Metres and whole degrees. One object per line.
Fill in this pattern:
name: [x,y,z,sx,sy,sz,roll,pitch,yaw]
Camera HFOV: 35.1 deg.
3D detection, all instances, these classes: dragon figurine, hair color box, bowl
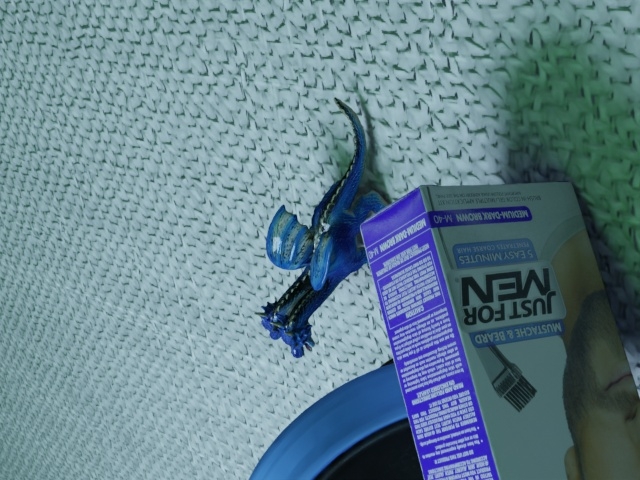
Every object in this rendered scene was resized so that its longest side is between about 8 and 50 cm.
dragon figurine: [0.000,0.000,1.107,0.085,0.144,0.289,33,135,29]
hair color box: [0.171,0.121,0.877,0.110,0.185,0.338,-32,67,53]
bowl: [0.110,0.308,1.009,0.077,0.391,0.391,-130,24,-67]

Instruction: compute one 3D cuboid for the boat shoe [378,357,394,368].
boat shoe: [0.129,0.151,1.128,0.207,0.073,0.073,-32,88,51]
